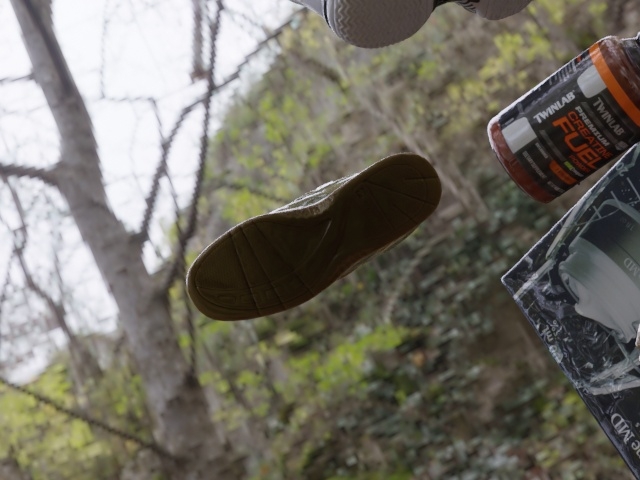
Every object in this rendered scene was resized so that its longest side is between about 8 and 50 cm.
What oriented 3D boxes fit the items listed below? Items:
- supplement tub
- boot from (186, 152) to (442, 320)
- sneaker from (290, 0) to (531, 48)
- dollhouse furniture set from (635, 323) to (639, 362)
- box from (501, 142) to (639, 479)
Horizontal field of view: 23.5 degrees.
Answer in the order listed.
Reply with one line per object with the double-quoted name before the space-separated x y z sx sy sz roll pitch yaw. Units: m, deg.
"supplement tub" 0.269 -0.130 1.514 0.198 0.106 0.106 -37 -34 23
"boot" 0.000 0.000 1.248 0.213 0.077 0.165 -28 -2 3
"sneaker" 0.097 -0.329 1.716 0.366 0.210 0.137 -23 -48 -37
"dollhouse furniture set" 0.512 0.233 1.661 0.355 0.303 0.174 -11 -45 38
"box" 0.612 0.090 2.270 0.297 0.480 0.472 3 -44 -47
